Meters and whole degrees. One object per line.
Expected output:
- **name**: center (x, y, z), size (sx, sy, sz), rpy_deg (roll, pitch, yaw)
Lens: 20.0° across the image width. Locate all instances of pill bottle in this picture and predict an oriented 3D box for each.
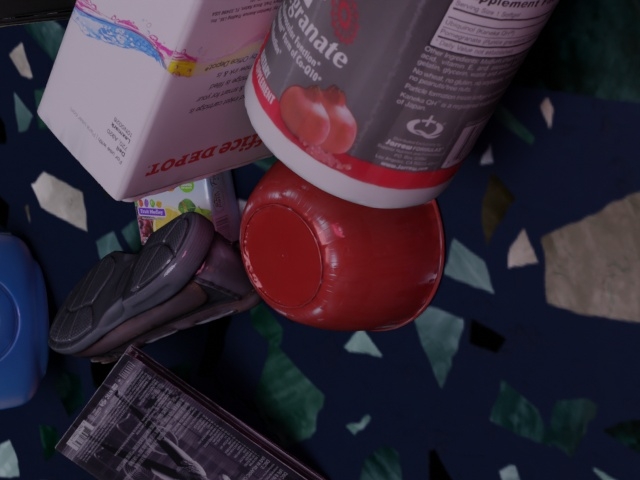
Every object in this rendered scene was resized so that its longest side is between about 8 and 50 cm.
- **pill bottle**: center (0.080, -0.191, 1.285), size (0.176, 0.176, 0.319), rpy_deg (45, 130, 22)

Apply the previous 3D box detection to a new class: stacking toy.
- **stacking toy**: center (-0.414, 0.096, 1.873), size (0.302, 0.165, 0.175), rpy_deg (-13, 80, 55)

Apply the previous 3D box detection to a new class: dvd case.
- **dvd case**: center (-0.117, 0.205, 1.651), size (0.221, 0.018, 0.164), rpy_deg (36, 130, -3)

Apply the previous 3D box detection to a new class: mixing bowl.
- **mixing bowl**: center (0.000, 0.000, 1.480), size (0.181, 0.098, 0.181), rpy_deg (15, 113, 39)

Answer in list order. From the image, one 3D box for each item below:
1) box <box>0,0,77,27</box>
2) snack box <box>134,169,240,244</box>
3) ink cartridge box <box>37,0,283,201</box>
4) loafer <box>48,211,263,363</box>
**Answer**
- **box**: center (-0.218, -0.354, 1.572), size (0.257, 0.079, 0.322), rpy_deg (1, 105, 41)
- **snack box**: center (-0.126, -0.064, 1.613), size (0.100, 0.037, 0.141), rpy_deg (3, 108, 41)
- **ink cartridge box**: center (-0.080, -0.185, 1.415), size (0.117, 0.201, 0.278), rpy_deg (45, 130, 23)
- **loafer**: center (-0.151, 0.062, 1.628), size (0.095, 0.109, 0.302), rpy_deg (33, 151, -18)
